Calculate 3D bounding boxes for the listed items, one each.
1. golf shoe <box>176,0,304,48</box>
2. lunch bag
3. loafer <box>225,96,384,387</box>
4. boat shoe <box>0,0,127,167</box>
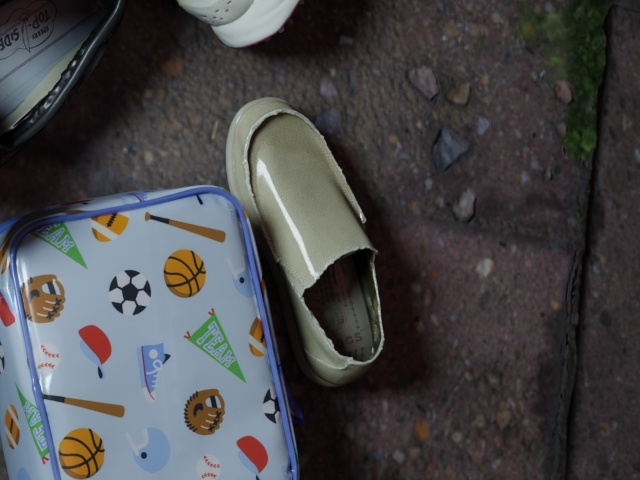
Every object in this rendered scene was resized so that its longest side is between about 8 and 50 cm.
[{"bbox_3d":[-0.046,-0.323,1.329,0.140,0.115,0.306,29,74,-33],"label":"golf shoe"},{"bbox_3d":[-0.141,0.111,1.272,0.243,0.115,0.303,-12,93,-31],"label":"lunch bag"},{"bbox_3d":[0.000,0.000,1.361,0.102,0.092,0.269,-25,100,-27],"label":"loafer"},{"bbox_3d":[-0.276,-0.112,1.203,0.340,0.113,0.127,-38,107,-24],"label":"boat shoe"}]
